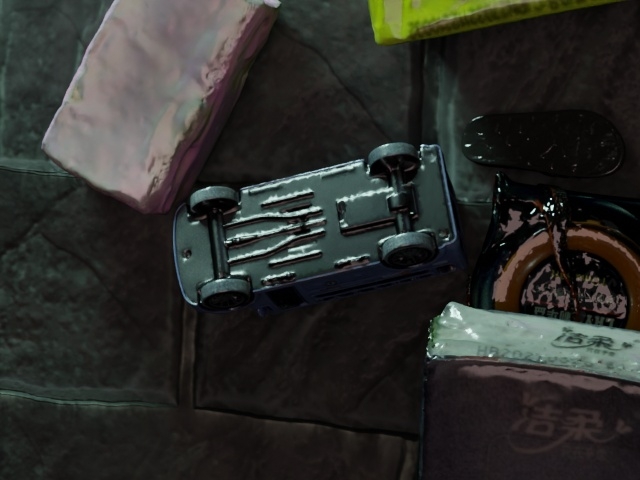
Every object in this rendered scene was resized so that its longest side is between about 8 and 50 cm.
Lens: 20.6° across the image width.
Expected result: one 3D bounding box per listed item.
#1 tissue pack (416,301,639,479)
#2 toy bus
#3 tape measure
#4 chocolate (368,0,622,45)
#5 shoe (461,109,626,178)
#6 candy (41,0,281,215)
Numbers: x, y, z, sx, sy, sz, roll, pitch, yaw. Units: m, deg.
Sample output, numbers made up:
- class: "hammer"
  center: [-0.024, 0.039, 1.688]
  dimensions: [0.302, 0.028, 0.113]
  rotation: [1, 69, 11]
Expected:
- class: "tissue pack"
  center: [0.236, 0.269, 1.739]
  dimensions: [0.288, 0.124, 0.394]
  rotation: [7, 118, 9]
- class: "toy bus"
  center: [0.000, 0.000, 1.830]
  dimensions: [0.292, 0.133, 0.125]
  rotation: [-13, 65, 10]
- class: "tape measure"
  center: [0.252, 0.051, 1.790]
  dimensions: [0.202, 0.135, 0.223]
  rotation: [7, 97, 1]
- class: "chocolate"
  center: [0.186, -0.359, 1.774]
  dimensions: [0.301, 0.137, 0.289]
  rotation: [-9, 90, 16]
- class: "shoe"
  center: [0.237, -0.098, 1.829]
  dimensions: [0.179, 0.049, 0.071]
  rotation: [5, 81, 29]
- class: "candy"
  center: [-0.166, -0.172, 1.873]
  dimensions: [0.155, 0.116, 0.265]
  rotation: [30, 96, 11]
